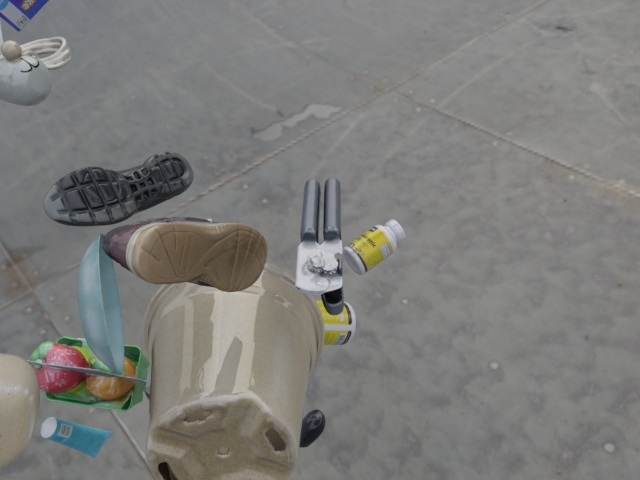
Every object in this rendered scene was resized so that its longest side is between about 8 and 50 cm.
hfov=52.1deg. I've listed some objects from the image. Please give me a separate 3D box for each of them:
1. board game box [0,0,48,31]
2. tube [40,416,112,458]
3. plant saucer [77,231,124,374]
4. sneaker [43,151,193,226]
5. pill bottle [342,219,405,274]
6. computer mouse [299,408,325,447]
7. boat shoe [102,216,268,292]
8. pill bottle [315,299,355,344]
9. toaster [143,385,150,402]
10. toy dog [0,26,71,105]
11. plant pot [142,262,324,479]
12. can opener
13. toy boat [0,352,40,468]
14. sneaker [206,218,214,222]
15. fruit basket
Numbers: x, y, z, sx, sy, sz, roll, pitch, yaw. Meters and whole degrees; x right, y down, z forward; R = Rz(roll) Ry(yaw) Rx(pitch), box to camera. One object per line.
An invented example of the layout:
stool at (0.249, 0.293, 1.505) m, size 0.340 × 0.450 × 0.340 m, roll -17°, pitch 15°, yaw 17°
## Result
board game box at (-0.595, -0.577, 1.207) m, size 0.347 × 0.078 × 0.233 m, roll 42°, pitch 87°, yaw 20°
tube at (-0.636, 0.514, 1.716) m, size 0.052 × 0.207 × 0.080 m, roll 28°, pitch 78°, yaw 38°
plant saucer at (-0.298, 0.087, 0.882) m, size 0.037 × 0.195 × 0.195 m, roll -7°, pitch 39°, yaw -12°
sneaker at (-0.335, -0.070, 1.089) m, size 0.267 × 0.101 × 0.106 m, roll -21°, pitch -6°, yaw -45°
pill bottle at (0.106, 0.010, 1.268) m, size 0.116 × 0.065 × 0.065 m, roll -34°, pitch 45°, yaw -14°
computer mouse at (-0.060, 0.475, 1.564) m, size 0.041 × 0.242 × 0.071 m, roll 19°, pitch 39°, yaw -22°
boat shoe at (-0.175, 0.013, 0.904) m, size 0.092 × 0.103 × 0.285 m, roll 19°, pitch 7°, yaw 28°
pill bottle at (-0.021, 0.216, 1.723) m, size 0.208 × 0.119 × 0.119 m, roll 6°, pitch 30°, yaw -33°
toaster at (-0.274, 0.370, 1.435) m, size 0.168 × 0.186 × 0.110 m, roll -24°, pitch 5°, yaw -23°
toy dog at (-0.555, -0.299, 0.951) m, size 0.333 × 0.161 × 0.220 m, roll -1°, pitch 43°, yaw 1°
plant pot at (-0.149, 0.243, 1.074) m, size 0.333 × 0.334 × 0.305 m, roll -10°, pitch 27°, yaw 1°
can opener at (0.000, 0.000, 1.094) m, size 0.074 × 0.093 × 0.281 m, roll -2°, pitch 44°, yaw 3°
toy boat at (-0.509, 0.278, 0.823) m, size 0.267 × 0.319 × 0.148 m, roll 1°, pitch 23°, yaw -47°
sneaker at (-0.264, 0.091, 1.469) m, size 0.123 × 0.290 × 0.106 m, roll -10°, pitch 32°, yaw -12°
fruit basket at (-0.555, 0.287, 1.508) m, size 0.326 × 0.353 × 0.166 m, roll 4°, pitch 69°, yaw 15°
